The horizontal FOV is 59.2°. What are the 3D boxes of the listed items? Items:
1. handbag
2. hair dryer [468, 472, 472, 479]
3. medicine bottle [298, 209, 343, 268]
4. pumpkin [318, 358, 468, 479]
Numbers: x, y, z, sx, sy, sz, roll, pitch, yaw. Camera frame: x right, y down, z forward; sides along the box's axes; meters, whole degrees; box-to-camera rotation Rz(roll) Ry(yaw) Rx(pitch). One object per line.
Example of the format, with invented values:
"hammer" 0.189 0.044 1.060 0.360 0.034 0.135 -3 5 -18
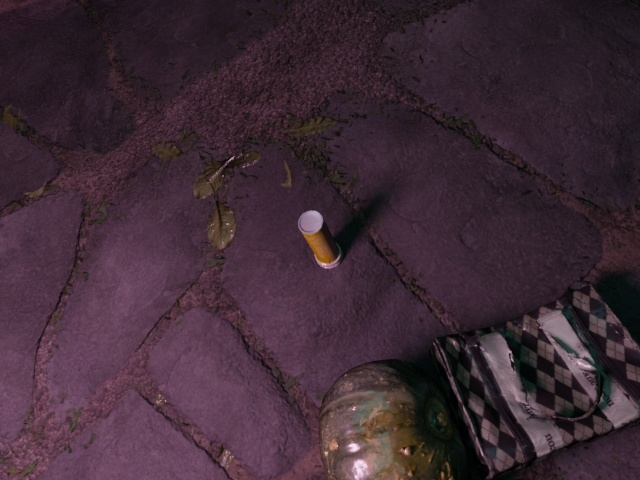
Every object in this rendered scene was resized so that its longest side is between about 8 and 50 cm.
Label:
"handbag" 0.469 0.281 1.194 0.416 0.180 0.317 -18 61 -4
"hair dryer" 0.363 0.531 1.175 0.197 0.057 0.101 -7 67 4
"medicine bottle" 0.000 0.000 1.397 0.073 0.218 0.074 -5 66 12
"pumpkin" 0.141 0.417 1.141 0.257 0.291 0.328 -36 44 29
